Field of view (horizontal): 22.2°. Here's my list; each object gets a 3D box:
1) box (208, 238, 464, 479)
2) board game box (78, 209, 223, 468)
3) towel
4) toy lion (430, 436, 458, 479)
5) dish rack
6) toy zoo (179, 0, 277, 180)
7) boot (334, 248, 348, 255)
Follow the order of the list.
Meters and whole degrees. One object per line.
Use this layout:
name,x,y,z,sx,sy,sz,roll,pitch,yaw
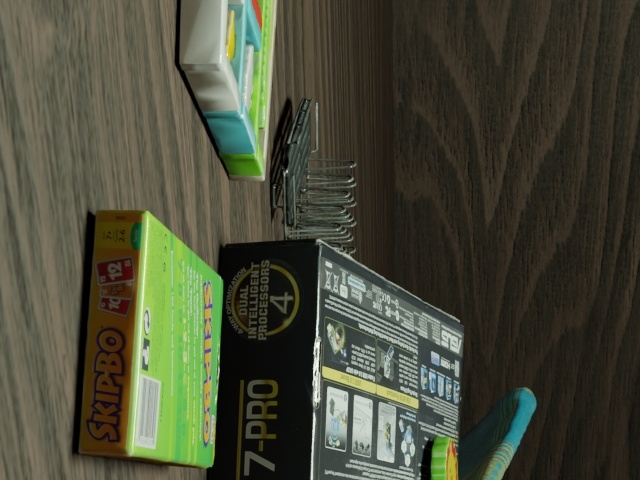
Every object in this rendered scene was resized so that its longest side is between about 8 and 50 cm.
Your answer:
box,0.025,0.191,1.367,0.395,0.097,0.318,29,60,-67
board game box,-0.090,0.066,0.936,0.259,0.039,0.124,50,43,-77
towel,0.118,0.331,1.905,0.271,0.040,0.370,-45,-178,32
toy lion,0.108,0.225,1.419,0.096,0.034,0.100,-64,149,-65
dish rack,0.000,0.000,1.632,0.208,0.074,0.271,-79,169,-63
toy zoo,-0.064,-0.176,1.158,0.293,0.030,0.192,74,18,-73
boot,0.049,0.097,2.073,0.069,0.086,0.190,-75,166,-66
